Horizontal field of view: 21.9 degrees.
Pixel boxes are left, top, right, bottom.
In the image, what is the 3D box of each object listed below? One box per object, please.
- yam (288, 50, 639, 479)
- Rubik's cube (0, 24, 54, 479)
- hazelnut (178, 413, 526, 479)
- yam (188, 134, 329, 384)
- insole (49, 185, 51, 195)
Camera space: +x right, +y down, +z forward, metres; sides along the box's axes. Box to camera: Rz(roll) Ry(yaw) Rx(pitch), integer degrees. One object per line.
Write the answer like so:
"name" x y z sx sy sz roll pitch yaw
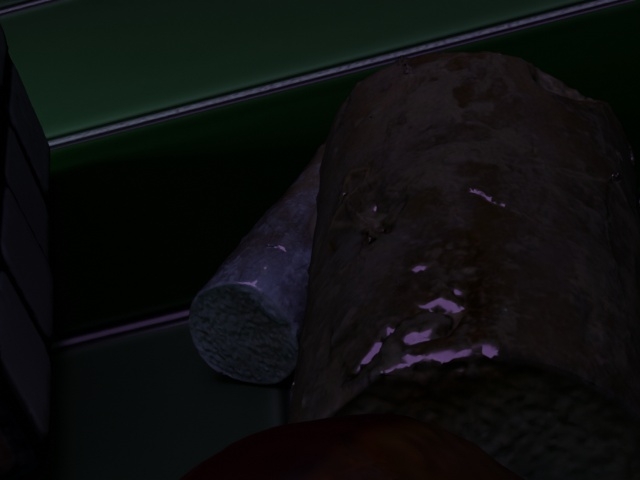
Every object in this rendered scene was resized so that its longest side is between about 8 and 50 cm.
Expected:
"yam" 0.068 0.032 0.720 0.161 0.161 0.268 -9 36 13
"Rubik's cube" -0.354 -0.050 0.861 0.344 0.343 0.337 -17 34 2
"hazelnut" 0.014 0.178 0.523 0.229 0.229 0.229 -12 35 9
"yam" 0.000 0.000 0.879 0.068 0.068 0.169 8 44 33
"insole" -0.234 -0.027 1.076 0.135 0.002 0.045 -2 38 21
